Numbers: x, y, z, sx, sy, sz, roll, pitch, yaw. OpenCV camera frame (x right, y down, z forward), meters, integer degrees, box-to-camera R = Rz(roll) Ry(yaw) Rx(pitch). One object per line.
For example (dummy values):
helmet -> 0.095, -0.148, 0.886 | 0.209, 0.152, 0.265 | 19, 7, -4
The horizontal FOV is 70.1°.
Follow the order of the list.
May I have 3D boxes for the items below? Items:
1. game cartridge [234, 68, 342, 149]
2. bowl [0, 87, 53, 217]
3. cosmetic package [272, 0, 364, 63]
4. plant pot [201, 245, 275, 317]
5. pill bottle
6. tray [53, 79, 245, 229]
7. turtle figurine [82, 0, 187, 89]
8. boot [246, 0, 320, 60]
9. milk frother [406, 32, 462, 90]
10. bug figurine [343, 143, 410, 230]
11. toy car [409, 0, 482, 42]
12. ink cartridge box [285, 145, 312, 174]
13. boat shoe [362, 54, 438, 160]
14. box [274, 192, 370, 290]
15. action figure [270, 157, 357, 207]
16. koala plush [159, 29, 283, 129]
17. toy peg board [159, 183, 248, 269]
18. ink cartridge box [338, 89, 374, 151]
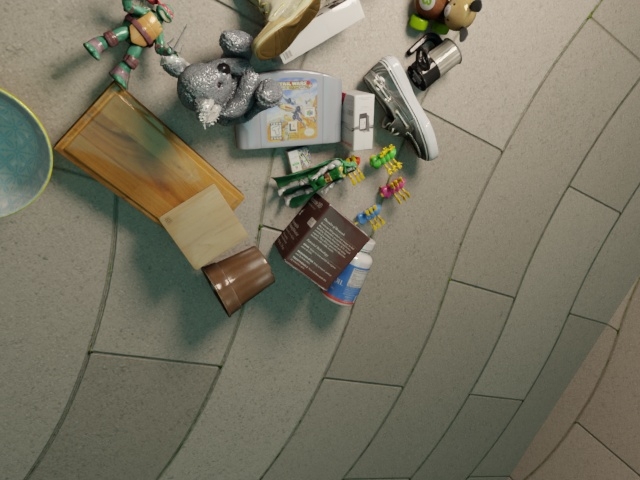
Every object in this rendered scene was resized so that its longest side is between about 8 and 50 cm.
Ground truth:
game cartridge -> -0.083, -0.351, 1.214 | 0.297, 0.062, 0.198 | -9, 121, -19
bowl -> -0.712, -0.199, 0.943 | 0.289, 0.156, 0.289 | -10, 116, -20
cosmetic package -> -0.018, -0.527, 1.138 | 0.239, 0.099, 0.060 | -33, 120, -7
plant pot -> -0.230, 0.106, 1.309 | 0.165, 0.167, 0.167 | -31, 122, -17
pill bottle -> 0.091, 0.088, 1.458 | 0.124, 0.124, 0.221 | 14, 106, -29
tray -> -0.408, -0.170, 1.143 | 0.203, 0.076, 0.411 | -46, 122, 1
turtle figurine -> -0.385, -0.454, 0.994 | 0.234, 0.118, 0.175 | -45, 119, -6
boot -> -0.124, -0.523, 1.047 | 0.165, 0.077, 0.213 | 37, 75, 10
milk frother -> 0.323, -0.509, 1.271 | 0.135, 0.143, 0.129 | -39, 116, -1
bug figurine -> 0.157, -0.173, 1.394 | 0.216, 0.072, 0.279 | -30, 127, -1
toy car -> 0.344, -0.598, 1.187 | 0.149, 0.188, 0.155 | -2, 135, -24
ink cartridge box -> -0.056, -0.211, 1.307 | 0.063, 0.029, 0.115 | -21, 120, -14
boat shoe -> 0.228, -0.361, 1.329 | 0.119, 0.121, 0.335 | -33, 112, 2
box -> 0.000, 0.000, 1.338 | 0.167, 0.168, 0.203 | 38, 94, -23
action figure -> -0.005, -0.170, 1.280 | 0.232, 0.063, 0.137 | -23, 142, 12
koala plush -> -0.239, -0.340, 1.027 | 0.203, 0.221, 0.196 | -30, 95, 31
toy peg board -> -0.299, -0.039, 1.178 | 0.161, 0.079, 0.161 | -34, 107, -7
ink cartridge box -> 0.096, -0.334, 1.270 | 0.063, 0.109, 0.150 | -11, 117, -21
